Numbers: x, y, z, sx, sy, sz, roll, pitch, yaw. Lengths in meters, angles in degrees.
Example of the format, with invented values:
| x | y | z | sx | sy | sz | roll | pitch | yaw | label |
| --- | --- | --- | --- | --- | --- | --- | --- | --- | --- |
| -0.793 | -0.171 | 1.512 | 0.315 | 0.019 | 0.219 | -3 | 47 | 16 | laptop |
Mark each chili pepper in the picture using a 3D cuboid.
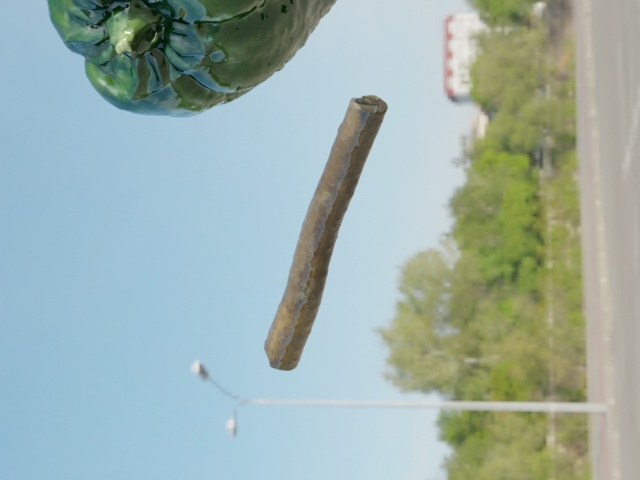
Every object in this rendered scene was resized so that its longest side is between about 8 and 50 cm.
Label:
| x | y | z | sx | sy | sz | roll | pitch | yaw | label |
| --- | --- | --- | --- | --- | --- | --- | --- | --- | --- |
| -0.040 | -0.252 | 0.779 | 0.213 | 0.167 | 0.385 | 48 | -133 | -28 | chili pepper |

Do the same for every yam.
| x | y | z | sx | sy | sz | roll | pitch | yaw | label |
| --- | --- | --- | --- | --- | --- | --- | --- | --- | --- |
| 0.000 | 0.000 | 1.162 | 0.045 | 0.045 | 0.327 | -71 | 1 | -56 | yam |
